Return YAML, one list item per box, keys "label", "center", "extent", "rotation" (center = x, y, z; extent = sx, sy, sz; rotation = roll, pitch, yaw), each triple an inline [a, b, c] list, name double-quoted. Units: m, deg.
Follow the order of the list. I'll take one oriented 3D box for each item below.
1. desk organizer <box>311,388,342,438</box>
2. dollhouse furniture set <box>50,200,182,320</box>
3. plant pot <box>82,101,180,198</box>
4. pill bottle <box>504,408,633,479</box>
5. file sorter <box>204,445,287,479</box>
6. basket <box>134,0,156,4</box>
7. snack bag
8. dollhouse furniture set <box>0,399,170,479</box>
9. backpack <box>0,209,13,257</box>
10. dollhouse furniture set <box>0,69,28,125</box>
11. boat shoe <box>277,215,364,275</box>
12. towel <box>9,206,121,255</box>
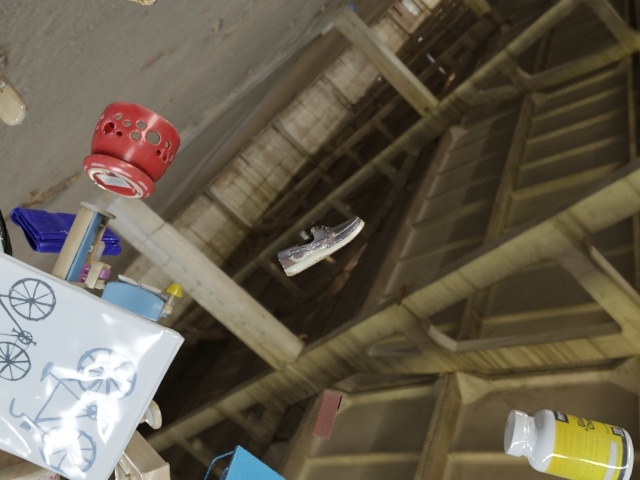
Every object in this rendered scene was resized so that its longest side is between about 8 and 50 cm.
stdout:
- label: "desk organizer"
  center: [0.020, 0.495, 1.593]
  extent: [0.047, 0.050, 0.130]
  rotation: [72, 33, -65]
- label: "dollhouse furniture set"
  center: [-0.463, 0.066, 1.420]
  extent: [0.286, 0.303, 0.198]
  rotation: [120, -9, -83]
- label: "plant pot"
  center: [-0.452, -0.203, 1.335]
  extent: [0.191, 0.191, 0.174]
  rotation: [-28, -138, 61]
- label: "pill bottle"
  center: [0.412, 0.345, 0.944]
  extent: [0.103, 0.184, 0.103]
  rotation: [12, 90, -80]
- label: "file sorter"
  center: [-0.176, 0.578, 1.288]
  extent: [0.104, 0.170, 0.118]
  rotation: [-32, -156, 34]
- label: "basket"
  center: [-0.428, -0.554, 1.100]
  extent: [0.299, 0.213, 0.223]
  rotation: [29, -114, 35]
- label: "snack bag"
  center: [-0.409, 0.183, 0.795]
  extent: [0.323, 0.342, 0.037]
  rotation: [-60, -171, 20]
- label: "dollhouse furniture set"
  center: [-0.443, 0.425, 0.911]
  extent: [0.355, 0.303, 0.174]
  rotation: [-8, -169, -37]
- label: "backpack"
  center: [-0.853, 0.023, 1.412]
  extent: [0.144, 0.188, 0.166]
  rotation: [-16, 148, -36]
- label: "dollhouse furniture set"
  center: [-0.819, -0.170, 1.097]
  extent: [0.394, 0.256, 0.362]
  rotation: [-38, 177, 11]
- label: "boat shoe"
  center: [0.000, 0.000, 1.703]
  extent: [0.285, 0.092, 0.103]
  rotation: [-33, -170, -3]
- label: "towel"
  center: [-0.845, -0.036, 1.887]
  extent: [0.308, 0.227, 0.076]
  rotation: [7, 119, -55]
